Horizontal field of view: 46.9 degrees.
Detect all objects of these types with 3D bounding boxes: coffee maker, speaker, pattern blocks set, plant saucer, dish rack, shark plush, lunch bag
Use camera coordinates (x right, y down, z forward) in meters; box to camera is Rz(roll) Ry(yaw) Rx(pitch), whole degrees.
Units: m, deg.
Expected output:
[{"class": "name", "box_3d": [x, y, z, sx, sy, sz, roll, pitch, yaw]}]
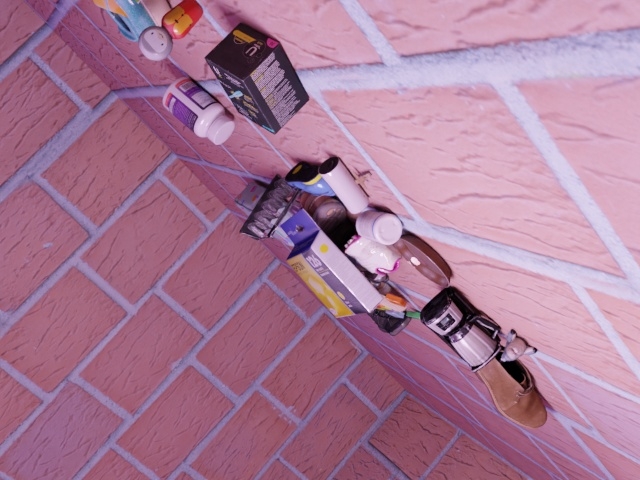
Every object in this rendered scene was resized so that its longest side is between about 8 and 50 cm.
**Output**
[{"class": "coffee maker", "box_3d": [0.329, 0.210, 1.778, 0.178, 0.120, 0.171, 45, 171, -7]}, {"class": "speaker", "box_3d": [0.053, -0.123, 1.639, 0.136, 0.055, 0.055, 49, 169, -36]}, {"class": "pattern blocks set", "box_3d": [0.156, 0.179, 2.264, 0.324, 0.026, 0.285, 24, 168, -17]}, {"class": "plant saucer", "box_3d": [0.236, 0.041, 1.687, 0.168, 0.029, 0.168, 41, 170, 9]}, {"class": "dish rack", "box_3d": [-0.132, -0.094, 2.097, 0.074, 0.208, 0.271, 32, 172, -12]}, {"class": "shark plush", "box_3d": [0.432, 0.254, 1.707, 0.073, 0.067, 0.161, 43, 170, 0]}, {"class": "lunch bag", "box_3d": [-0.163, -0.086, 2.517, 0.224, 0.108, 0.279, 42, 174, -27]}]

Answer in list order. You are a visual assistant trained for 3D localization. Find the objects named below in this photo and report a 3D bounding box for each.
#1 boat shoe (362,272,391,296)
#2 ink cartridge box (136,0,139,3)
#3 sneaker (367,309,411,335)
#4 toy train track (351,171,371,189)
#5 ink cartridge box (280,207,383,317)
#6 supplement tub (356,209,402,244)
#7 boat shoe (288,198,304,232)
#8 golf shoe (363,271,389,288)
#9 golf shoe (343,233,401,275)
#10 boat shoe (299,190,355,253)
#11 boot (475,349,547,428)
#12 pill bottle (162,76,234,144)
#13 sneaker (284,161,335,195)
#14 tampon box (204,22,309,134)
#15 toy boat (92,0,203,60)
[{"class": "boat shoe", "box_3d": [0.153, 0.128, 2.329, 0.170, 0.063, 0.059, 14, 149, 52]}, {"class": "ink cartridge box", "box_3d": [-0.340, -0.535, 1.302, 0.189, 0.097, 0.255, 46, 172, -22]}, {"class": "sneaker", "box_3d": [0.221, 0.250, 2.489, 0.130, 0.087, 0.227, 46, 169, -9]}, {"class": "toy train track", "box_3d": [0.092, -0.133, 1.558, 0.048, 0.014, 0.083, 51, 164, -6]}, {"class": "ink cartridge box", "box_3d": [0.002, 0.071, 1.966, 0.307, 0.072, 0.303, 46, 165, -4]}, {"class": "supplement tub", "box_3d": [0.132, -0.031, 1.669, 0.071, 0.071, 0.107, 47, 170, -22]}, {"class": "boat shoe", "box_3d": [0.000, 0.000, 2.243, 0.320, 0.103, 0.118, 48, 169, -31]}, {"class": "golf shoe", "box_3d": [0.121, 0.054, 2.133, 0.198, 0.077, 0.094, 31, 148, 42]}, {"class": "golf shoe", "box_3d": [0.130, 0.049, 1.918, 0.140, 0.115, 0.306, 39, 171, 5]}, {"class": "boat shoe", "box_3d": [0.012, -0.040, 2.017, 0.116, 0.123, 0.324, 43, 162, 24]}, {"class": "boot", "box_3d": [0.507, 0.387, 1.907, 0.305, 0.112, 0.115, 48, 159, -18]}, {"class": "pill bottle", "box_3d": [-0.331, -0.352, 2.029, 0.193, 0.108, 0.108, 41, 170, 14]}, {"class": "sneaker", "box_3d": [-0.023, -0.142, 1.818, 0.082, 0.069, 0.209, 43, 171, -24]}, {"class": "tampon box", "box_3d": [-0.117, -0.303, 1.389, 0.120, 0.101, 0.161, 36, 168, 33]}, {"class": "toy boat", "box_3d": [-0.384, -0.485, 1.540, 0.318, 0.148, 0.267, 37, 169, 34]}]
